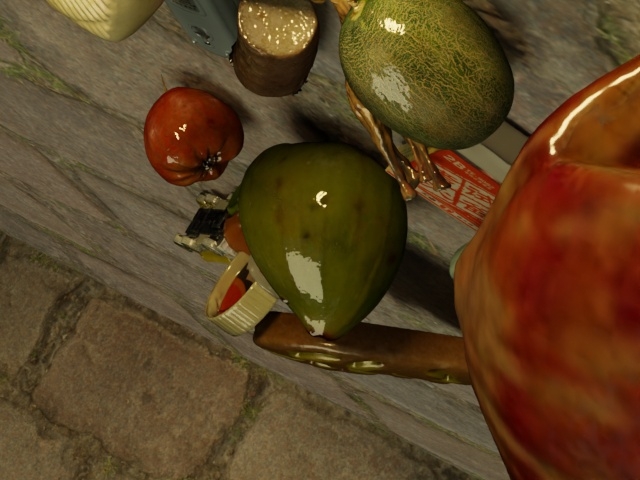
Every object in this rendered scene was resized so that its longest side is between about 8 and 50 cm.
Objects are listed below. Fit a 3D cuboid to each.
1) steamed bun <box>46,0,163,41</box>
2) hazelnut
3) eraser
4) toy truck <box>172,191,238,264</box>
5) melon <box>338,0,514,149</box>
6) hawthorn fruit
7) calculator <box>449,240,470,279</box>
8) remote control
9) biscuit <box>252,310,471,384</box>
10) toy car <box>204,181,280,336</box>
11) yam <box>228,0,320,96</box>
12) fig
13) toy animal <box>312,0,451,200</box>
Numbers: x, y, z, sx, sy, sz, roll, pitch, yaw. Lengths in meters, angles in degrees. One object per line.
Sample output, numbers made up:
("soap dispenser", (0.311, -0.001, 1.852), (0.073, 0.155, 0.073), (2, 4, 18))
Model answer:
("steamed bun", (-0.173, -0.286, 1.026), (0.170, 0.152, 0.238), (35, 153, 14))
("hazelnut", (0.291, 0.056, 0.720), (0.402, 0.402, 0.429), (24, 151, 30))
("eraser", (0.172, -0.055, 1.301), (0.157, 0.038, 0.230), (33, 166, -12))
("toy truck", (-0.141, -0.010, 2.029), (0.114, 0.098, 0.227), (33, 169, -21))
("melon", (0.081, -0.142, 1.035), (0.167, 0.114, 0.114), (35, 166, -24))
("hawthorn fruit", (-0.166, -0.129, 1.602), (0.140, 0.125, 0.125), (28, 166, 7))
("calculator", (0.233, 0.026, 1.338), (0.184, 0.042, 0.295), (9, 168, -11))
("remote control", (-0.124, -0.247, 1.246), (0.087, 0.047, 0.244), (20, 164, 24))
("biscuit", (0.098, 0.159, 1.845), (0.394, 0.070, 0.350), (8, 176, -6))
("toy car", (-0.069, 0.030, 1.751), (0.145, 0.235, 0.235), (36, 166, -18))
("yam", (-0.042, -0.185, 1.220), (0.084, 0.084, 0.127), (31, 170, 0))
("fig", (0.000, 0.000, 1.499), (0.203, 0.225, 0.203), (7, 171, 1))
("toy animal", (0.050, -0.142, 1.183), (0.149, 0.054, 0.275), (-115, -1, -54))
